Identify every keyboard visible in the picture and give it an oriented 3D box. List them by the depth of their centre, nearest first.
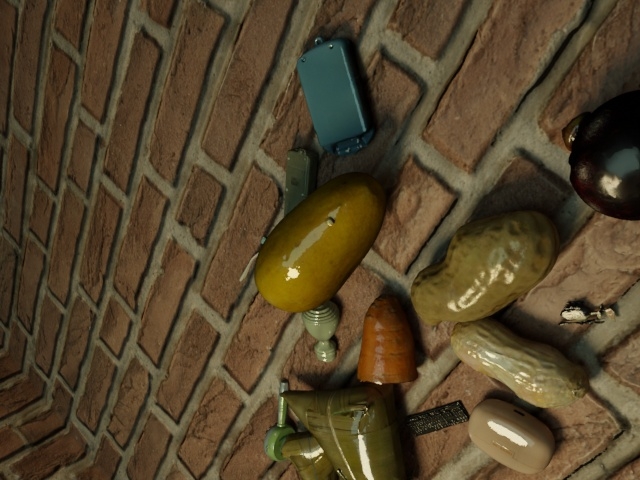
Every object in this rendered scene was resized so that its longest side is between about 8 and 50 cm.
[{"bbox_3d":[0.305,0.474,1.556,0.196,0.018,0.060,-36,86,41],"label":"keyboard"}]

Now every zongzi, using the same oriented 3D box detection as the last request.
[{"bbox_3d":[0.076,0.623,1.652,0.419,0.182,0.446,-11,87,39],"label":"zongzi"},{"bbox_3d":[0.039,0.670,1.806,0.256,0.115,0.228,-26,104,17],"label":"zongzi"}]

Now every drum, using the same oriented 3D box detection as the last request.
[{"bbox_3d":[-0.138,0.582,1.870,0.049,0.130,0.252,8,112,40],"label":"drum"}]

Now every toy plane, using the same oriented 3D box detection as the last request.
[{"bbox_3d":[0.552,0.154,1.232,0.121,0.031,0.049,-14,103,43],"label":"toy plane"}]

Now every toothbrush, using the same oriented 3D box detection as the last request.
[{"bbox_3d":[-0.205,0.062,1.800,0.022,0.017,0.204,39,127,7],"label":"toothbrush"}]

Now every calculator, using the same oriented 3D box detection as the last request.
[{"bbox_3d":[0.035,-0.351,1.432,0.173,0.051,0.292,-11,99,41],"label":"calculator"}]

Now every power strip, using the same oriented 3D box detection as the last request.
[{"bbox_3d":[-0.056,-0.124,1.590,0.078,0.052,0.271,20,119,31],"label":"power strip"}]

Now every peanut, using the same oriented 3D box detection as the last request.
[{"bbox_3d":[0.338,0.066,1.275,0.387,0.170,0.192,-45,72,40],"label":"peanut"}]

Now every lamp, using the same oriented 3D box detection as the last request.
[{"bbox_3d":[0.005,0.251,1.658,0.106,0.106,0.192,15,124,34],"label":"lamp"}]

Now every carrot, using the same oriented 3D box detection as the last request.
[{"bbox_3d":[0.163,0.249,1.507,0.159,0.159,0.224,-2,95,39],"label":"carrot"}]

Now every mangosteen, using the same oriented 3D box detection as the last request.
[{"bbox_3d":[0.526,-0.155,1.021,0.265,0.229,0.228,-130,42,-55],"label":"mangosteen"}]

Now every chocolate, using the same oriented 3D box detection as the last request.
[{"bbox_3d":[0.431,0.268,1.303,0.309,0.134,0.134,25,121,27],"label":"chocolate"}]

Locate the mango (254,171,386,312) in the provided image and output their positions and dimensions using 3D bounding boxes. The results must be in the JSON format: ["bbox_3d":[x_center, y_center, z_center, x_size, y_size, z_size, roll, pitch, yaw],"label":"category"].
[{"bbox_3d":[0.000,0.000,1.426,0.220,0.301,0.445,47,133,16],"label":"mango"}]

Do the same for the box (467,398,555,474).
[{"bbox_3d":[0.448,0.462,1.391,0.200,0.088,0.145,25,122,30],"label":"box"}]

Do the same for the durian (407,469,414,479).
[{"bbox_3d":[0.210,0.735,1.709,0.100,0.086,0.215,10,121,-1],"label":"durian"}]
